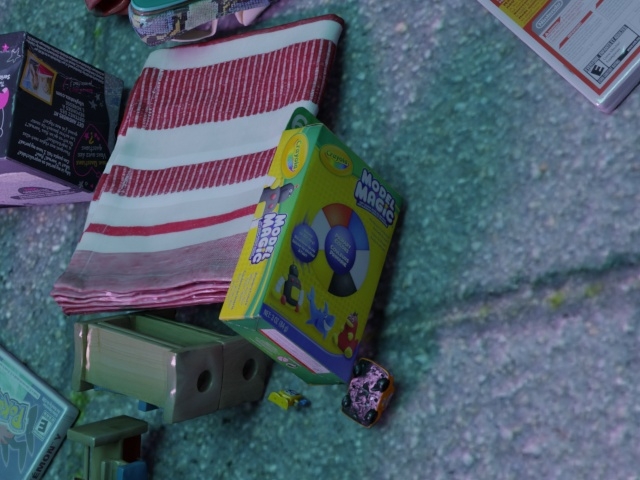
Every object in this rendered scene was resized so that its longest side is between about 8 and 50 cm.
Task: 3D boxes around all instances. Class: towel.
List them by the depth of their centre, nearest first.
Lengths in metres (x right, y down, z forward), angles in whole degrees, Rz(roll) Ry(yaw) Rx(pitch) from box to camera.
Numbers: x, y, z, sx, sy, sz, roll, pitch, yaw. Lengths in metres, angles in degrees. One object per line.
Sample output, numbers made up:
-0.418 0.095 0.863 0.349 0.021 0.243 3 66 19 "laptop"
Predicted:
-0.115 -0.077 1.514 0.237 0.037 0.329 -7 51 32 "towel"

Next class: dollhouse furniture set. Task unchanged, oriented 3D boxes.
-0.142 0.169 1.457 0.129 0.129 0.184 13 104 37 "dollhouse furniture set"

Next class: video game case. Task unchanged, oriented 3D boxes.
0.235 -0.270 1.416 0.204 0.025 0.285 -48 53 10 "video game case"
-0.358 0.206 1.634 0.201 0.023 0.183 31 91 38 "video game case"

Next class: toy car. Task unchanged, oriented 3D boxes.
0.015 0.126 1.398 0.122 0.040 0.060 9 98 34 "toy car"

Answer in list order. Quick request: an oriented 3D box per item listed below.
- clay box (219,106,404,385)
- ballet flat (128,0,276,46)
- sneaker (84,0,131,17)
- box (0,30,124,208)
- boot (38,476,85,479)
0.000 0.000 1.378 0.053 0.127 0.222 -6 56 41 "clay box"
-0.102 -0.243 1.602 0.188 0.070 0.070 -16 58 -7 "ballet flat"
-0.241 -0.316 1.703 0.314 0.116 0.136 26 89 38 "sneaker"
-0.356 -0.117 1.672 0.247 0.163 0.142 -2 74 34 "box"
-0.115 0.257 1.319 0.283 0.220 0.109 3 66 36 "boot"
